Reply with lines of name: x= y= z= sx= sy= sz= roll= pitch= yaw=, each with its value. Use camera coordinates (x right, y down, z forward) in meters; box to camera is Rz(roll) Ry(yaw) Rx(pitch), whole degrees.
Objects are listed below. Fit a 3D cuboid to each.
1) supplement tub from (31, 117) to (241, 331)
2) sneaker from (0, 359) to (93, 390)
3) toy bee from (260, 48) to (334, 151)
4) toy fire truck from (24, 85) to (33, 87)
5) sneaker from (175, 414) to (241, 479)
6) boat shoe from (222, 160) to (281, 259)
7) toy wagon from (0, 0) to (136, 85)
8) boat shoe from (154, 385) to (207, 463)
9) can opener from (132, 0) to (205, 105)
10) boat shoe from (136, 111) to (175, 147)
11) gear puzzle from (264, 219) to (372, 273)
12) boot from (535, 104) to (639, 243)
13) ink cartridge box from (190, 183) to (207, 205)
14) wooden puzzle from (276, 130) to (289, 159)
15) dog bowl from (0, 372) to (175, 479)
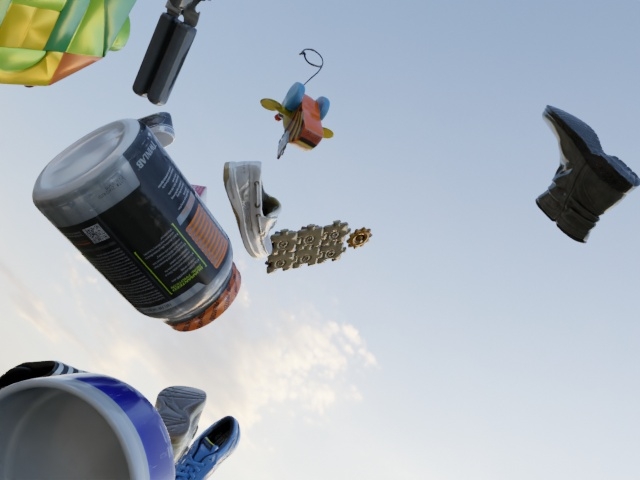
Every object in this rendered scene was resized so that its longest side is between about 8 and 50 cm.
supplement tub: x=-0.265 y=-0.011 z=0.888 sx=0.194 sy=0.193 sz=0.316 roll=5 pitch=-42 yaw=40
sneaker: x=-0.683 y=0.428 z=1.379 sx=0.257 sy=0.169 sz=0.447 roll=38 pitch=-64 yaw=-15
toy bee: x=-0.049 y=-0.314 z=1.423 sx=0.195 sy=0.298 sz=0.162 roll=38 pitch=-48 yaw=-13
toy fire truck: x=-0.534 y=-0.395 z=1.073 sx=0.047 sy=0.135 sz=0.192 roll=-5 pitch=-66 yaw=33
sneaker: x=-0.214 y=0.380 z=0.962 sx=0.069 sy=0.209 sz=0.082 roll=32 pitch=-37 yaw=18
boat shoe: x=-0.129 y=-0.058 z=1.226 sx=0.096 sy=0.098 sz=0.277 roll=-9 pitch=-39 yaw=3
toy wagon: x=-0.243 y=-0.275 z=0.496 sx=0.344 sy=0.267 sz=0.068 roll=-42 pitch=-104 yaw=32
boat shoe: x=-0.364 y=0.456 z=1.418 sx=0.122 sy=0.341 sz=0.110 roll=11 pitch=-84 yaw=-1
can opener: x=-0.273 y=-0.385 z=1.037 sx=0.074 sy=0.093 sz=0.280 roll=32 pitch=-72 yaw=14
boat shoe: x=-0.580 y=-0.309 z=1.725 sx=0.301 sy=0.102 sz=0.108 roll=-18 pitch=-25 yaw=16
gear puzzle: x=0.000 y=0.000 z=1.676 sx=0.175 sy=0.339 sz=0.044 roll=101 pitch=-29 yaw=-44
boot: x=0.448 y=-0.125 z=1.056 sx=0.161 sy=0.083 sz=0.246 roll=-57 pitch=-137 yaw=37
ink cartridge box: x=-0.523 y=-0.073 z=1.807 sx=0.306 sy=0.131 sz=0.226 roll=10 pitch=-58 yaw=1
wooden puzzle: x=-0.085 y=-0.217 z=1.297 sx=0.006 sy=0.083 sz=0.049 roll=21 pitch=-47 yaw=-20
dog bowl: x=-0.325 y=0.304 z=0.723 sx=0.265 sy=0.265 sz=0.104 roll=34 pitch=1 yaw=14
